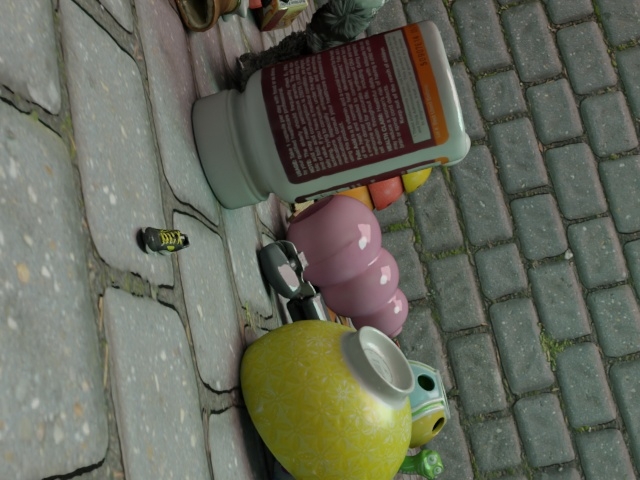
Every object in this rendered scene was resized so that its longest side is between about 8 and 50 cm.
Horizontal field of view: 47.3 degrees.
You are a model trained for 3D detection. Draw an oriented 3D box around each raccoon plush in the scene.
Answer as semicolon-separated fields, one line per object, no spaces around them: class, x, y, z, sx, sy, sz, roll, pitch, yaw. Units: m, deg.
raccoon plush;-0.005;-0.369;1.433;0.216;0.446;0.299;29;34;-30

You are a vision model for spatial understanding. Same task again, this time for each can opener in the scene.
can opener;-0.040;0.134;1.346;0.095;0.076;0.283;-30;101;-47

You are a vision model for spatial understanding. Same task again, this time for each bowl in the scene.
bowl;0.042;0.215;1.063;0.289;0.156;0.289;39;24;-21

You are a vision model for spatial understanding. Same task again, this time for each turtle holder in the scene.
turtle holder;0.233;0.466;2.001;0.320;0.228;0.243;-87;161;-64

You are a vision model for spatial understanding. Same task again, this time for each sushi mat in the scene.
sushi mat;-0.032;-0.057;1.880;0.316;0.019;0.151;-60;134;-77

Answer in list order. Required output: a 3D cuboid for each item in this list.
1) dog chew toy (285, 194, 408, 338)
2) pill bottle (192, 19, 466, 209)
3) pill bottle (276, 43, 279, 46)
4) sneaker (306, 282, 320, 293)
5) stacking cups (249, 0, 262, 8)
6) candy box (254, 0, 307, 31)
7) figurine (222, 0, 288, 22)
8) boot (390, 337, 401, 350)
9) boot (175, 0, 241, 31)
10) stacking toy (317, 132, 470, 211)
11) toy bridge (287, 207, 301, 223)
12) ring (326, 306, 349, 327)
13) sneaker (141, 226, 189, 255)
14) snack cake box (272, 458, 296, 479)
dog chew toy;0.072;0.068;1.560;0.331;0.207;0.206;56;14;-14
pill bottle;0.015;-0.187;1.162;0.224;0.392;0.224;-14;90;-82
pill bottle;-0.002;-0.333;1.889;0.210;0.210;0.362;-88;161;-61
sneaker;-0.011;0.063;1.703;0.089;0.051;0.170;58;28;-48
stacking cups;-0.197;-0.701;1.712;0.096;0.096;0.316;-92;169;-54
candy box;-0.136;-0.720;1.876;0.183;0.088;0.316;175;-101;-72
figurine;-0.147;-0.554;1.453;0.092;0.215;0.209;-17;100;-42
boot;0.074;0.254;1.509;0.236;0.179;0.085;14;61;-79
boot;-0.207;-0.500;1.292;0.269;0.089;0.236;-78;151;-68
stacking toy;0.212;-0.234;2.191;0.350;0.480;0.350;-15;90;-81
toy bridge;0.000;0.000;1.670;0.188;0.026;0.063;52;41;-5
ring;0.053;0.288;1.811;0.336;0.032;0.336;-14;90;-81
sneaker;-0.176;-0.003;0.832;0.083;0.035;0.031;20;55;-79
snack cake box;-0.005;0.344;1.166;0.264;0.089;0.152;-88;163;-61
